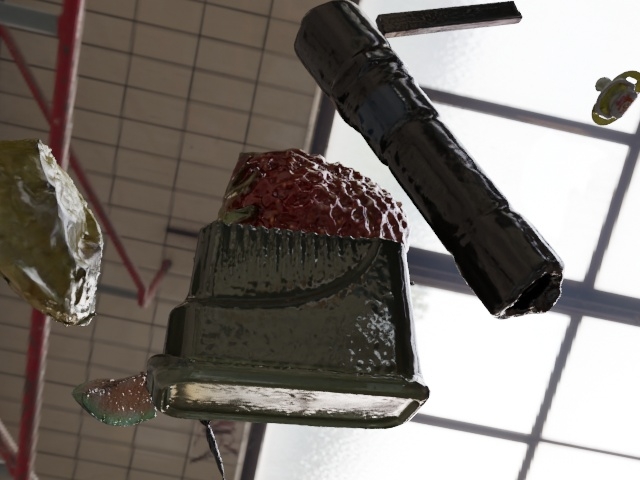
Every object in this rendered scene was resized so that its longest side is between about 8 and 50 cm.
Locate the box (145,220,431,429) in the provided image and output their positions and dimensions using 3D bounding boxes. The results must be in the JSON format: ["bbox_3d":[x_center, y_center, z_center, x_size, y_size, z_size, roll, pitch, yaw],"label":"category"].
[{"bbox_3d":[-0.033,0.089,0.798,0.138,0.274,0.178,116,-21,-57],"label":"box"}]

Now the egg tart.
[{"bbox_3d":[-0.275,-0.024,0.752,0.232,0.098,0.252,53,-6,21],"label":"egg tart"}]

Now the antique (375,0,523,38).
[{"bbox_3d":[0.161,-0.276,0.965,0.015,0.192,0.031,113,-37,-62],"label":"antique"}]

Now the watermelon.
[{"bbox_3d":[-0.312,0.223,1.130,0.155,0.101,0.080,-14,128,-67],"label":"watermelon"}]

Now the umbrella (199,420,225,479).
[{"bbox_3d":[-0.162,0.289,1.148,0.022,0.022,0.149,-36,110,-55],"label":"umbrella"}]

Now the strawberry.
[{"bbox_3d":[0.000,0.002,1.200,0.292,0.343,0.292,-176,-90,-72],"label":"strawberry"}]

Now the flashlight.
[{"bbox_3d":[0.106,-0.097,0.819,0.424,0.103,0.103,57,-29,29],"label":"flashlight"}]

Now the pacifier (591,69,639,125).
[{"bbox_3d":[0.379,-0.194,1.016,0.083,0.068,0.064,-59,-144,28],"label":"pacifier"}]
